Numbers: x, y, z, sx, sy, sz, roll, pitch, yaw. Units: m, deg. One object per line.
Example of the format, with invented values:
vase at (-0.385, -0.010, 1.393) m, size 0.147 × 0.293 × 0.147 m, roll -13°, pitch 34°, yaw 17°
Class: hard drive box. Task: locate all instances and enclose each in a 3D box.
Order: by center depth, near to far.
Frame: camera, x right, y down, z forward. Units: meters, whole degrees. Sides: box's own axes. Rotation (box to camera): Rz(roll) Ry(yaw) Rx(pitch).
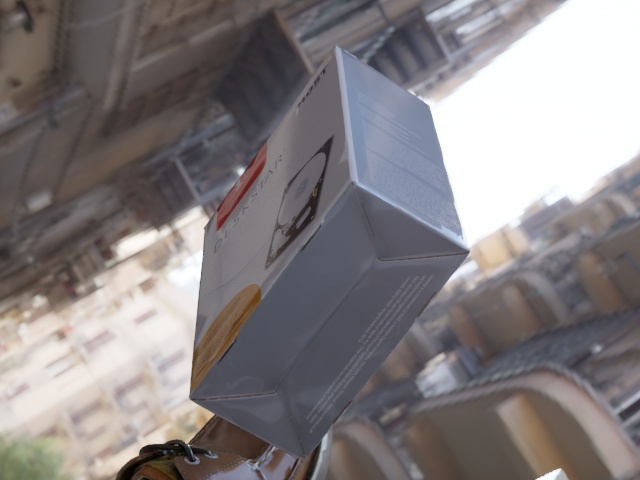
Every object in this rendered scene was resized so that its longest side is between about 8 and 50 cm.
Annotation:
hard drive box at (0.000, 0.000, 0.912) m, size 0.089 × 0.181 × 0.232 m, roll 31°, pitch 21°, yaw -16°

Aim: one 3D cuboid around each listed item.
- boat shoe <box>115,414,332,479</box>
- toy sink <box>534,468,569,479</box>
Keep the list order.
boat shoe at (-0.088, 0.190, 0.978) m, size 0.111 × 0.307 × 0.104 m, roll -14°, pitch -59°, yaw 37°
toy sink at (0.072, 0.261, 0.817) m, size 0.152 × 0.234 × 0.131 m, roll 61°, pitch 15°, yaw 7°
